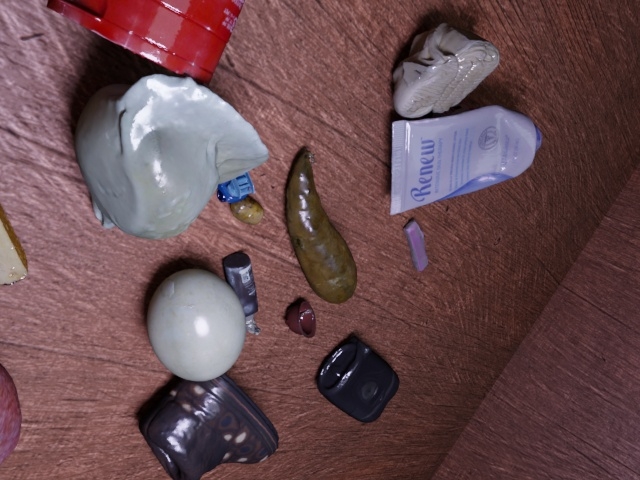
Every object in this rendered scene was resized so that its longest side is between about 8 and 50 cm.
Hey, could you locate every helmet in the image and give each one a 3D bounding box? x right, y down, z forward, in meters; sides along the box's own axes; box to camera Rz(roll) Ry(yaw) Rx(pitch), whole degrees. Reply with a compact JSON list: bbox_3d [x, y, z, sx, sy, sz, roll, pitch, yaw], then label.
[{"bbox_3d":[-0.057,0.200,1.381,0.111,0.057,0.089,54,34,-54],"label":"helmet"}]

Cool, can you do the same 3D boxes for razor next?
[{"bbox_3d":[0.116,0.426,1.674,0.204,0.113,0.349,-49,139,-8],"label":"razor"}]

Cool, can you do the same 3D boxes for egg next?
[{"bbox_3d":[-0.238,0.167,1.074,0.186,0.186,0.253,-31,134,-26],"label":"egg"}]

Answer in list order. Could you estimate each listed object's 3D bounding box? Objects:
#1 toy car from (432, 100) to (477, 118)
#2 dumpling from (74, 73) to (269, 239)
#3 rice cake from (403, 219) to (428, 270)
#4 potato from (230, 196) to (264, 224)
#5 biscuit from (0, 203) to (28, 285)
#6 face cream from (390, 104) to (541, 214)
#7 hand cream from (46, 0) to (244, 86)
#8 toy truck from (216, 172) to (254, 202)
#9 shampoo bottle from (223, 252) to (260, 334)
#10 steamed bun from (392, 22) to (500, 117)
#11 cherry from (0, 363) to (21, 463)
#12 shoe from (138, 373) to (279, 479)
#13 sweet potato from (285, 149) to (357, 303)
[{"bbox_3d":[0.334,-0.252,1.424,0.108,0.089,0.210,-24,130,-32],"label":"toy car"},{"bbox_3d":[-0.241,-0.099,0.829,0.270,0.320,0.212,32,79,-34],"label":"dumpling"},{"bbox_3d":[0.276,0.016,1.600,0.047,0.036,0.207,-49,142,-22],"label":"rice cake"},{"bbox_3d":[-0.148,-0.060,1.116,0.051,0.040,0.083,-46,141,9],"label":"potato"},{"bbox_3d":[-0.484,-0.016,0.804,0.056,0.052,0.188,-16,129,-17],"label":"biscuit"},{"bbox_3d":[0.354,-0.214,1.346,0.420,0.137,0.235,-15,125,-18],"label":"face cream"},{"bbox_3d":[-0.219,-0.315,0.720,0.230,0.230,0.149,19,103,-50],"label":"hand cream"},{"bbox_3d":[-0.172,-0.138,1.027,0.063,0.074,0.136,-25,92,-33],"label":"toy truck"},{"bbox_3d":[-0.166,0.123,1.212,0.057,0.063,0.208,-21,132,-19],"label":"shampoo bottle"},{"bbox_3d":[0.250,-0.383,1.209,0.211,0.144,0.218,-11,156,-32],"label":"steamed bun"},{"bbox_3d":[-0.568,0.266,0.797,0.261,0.221,0.307,-43,154,-1],"label":"cherry"},{"bbox_3d":[-0.252,0.454,1.277,0.237,0.171,0.384,-47,139,-20],"label":"shoe"},{"bbox_3d":[-0.004,0.001,1.249,0.130,0.130,0.423,-37,130,-20],"label":"sweet potato"}]
